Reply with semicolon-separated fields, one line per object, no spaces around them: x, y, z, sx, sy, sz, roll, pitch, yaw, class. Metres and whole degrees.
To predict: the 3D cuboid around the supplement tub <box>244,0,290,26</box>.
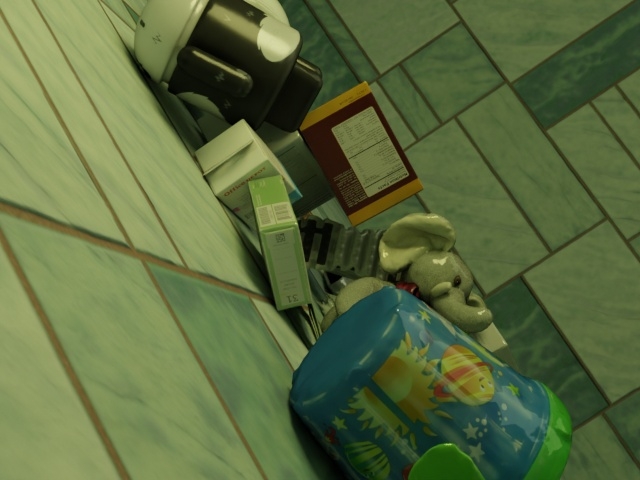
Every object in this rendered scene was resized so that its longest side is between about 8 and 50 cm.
-0.176;-0.371;1.556;0.228;0.228;0.316;53;6;-29;supplement tub

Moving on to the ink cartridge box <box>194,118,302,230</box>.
-0.108;-0.098;1.265;0.090;0.092;0.143;59;6;33;ink cartridge box

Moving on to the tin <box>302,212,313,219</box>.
0.000;0.000;1.939;0.190;0.040;0.106;54;10;-23;tin

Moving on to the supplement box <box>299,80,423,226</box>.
0.068;-0.143;1.451;0.194;0.129;0.191;61;7;-4;supplement box

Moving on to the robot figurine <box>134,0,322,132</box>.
-0.137;-0.265;1.286;0.278;0.174;0.209;27;-20;-11;robot figurine

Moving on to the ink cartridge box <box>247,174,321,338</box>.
-0.045;0.049;1.188;0.171;0.056;0.235;-112;-169;-63;ink cartridge box

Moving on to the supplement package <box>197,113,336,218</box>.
-0.082;-0.139;1.488;0.134;0.139;0.244;61;5;25;supplement package

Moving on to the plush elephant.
0.147;0.121;1.335;0.272;0.255;0.330;51;7;-33;plush elephant

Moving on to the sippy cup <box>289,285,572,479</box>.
0.097;0.176;0.897;0.224;0.240;0.305;44;-31;-12;sippy cup

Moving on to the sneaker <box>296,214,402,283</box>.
0.073;0.029;1.515;0.292;0.110;0.118;19;-5;-6;sneaker

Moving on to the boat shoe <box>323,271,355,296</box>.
0.046;0.059;1.739;0.076;0.083;0.226;55;6;-20;boat shoe

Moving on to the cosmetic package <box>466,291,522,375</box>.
0.197;0.190;1.546;0.138;0.224;0.224;52;7;-48;cosmetic package
